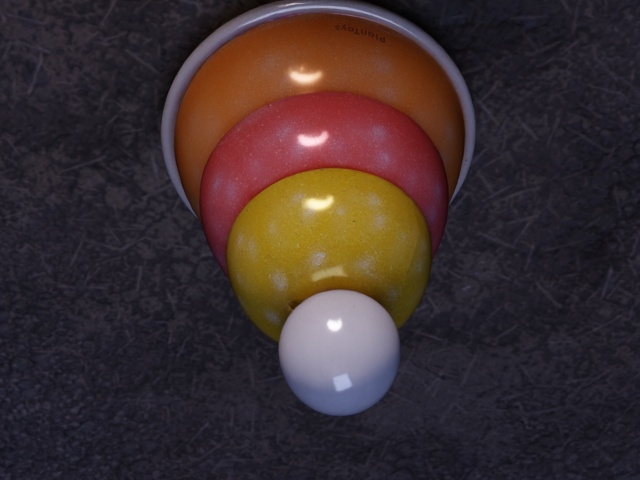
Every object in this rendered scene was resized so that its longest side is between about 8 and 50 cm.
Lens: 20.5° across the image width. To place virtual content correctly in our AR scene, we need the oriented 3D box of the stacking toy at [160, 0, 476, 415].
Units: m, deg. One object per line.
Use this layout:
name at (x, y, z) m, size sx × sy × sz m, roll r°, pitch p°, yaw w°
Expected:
stacking toy at (0.000, 0.000, 1.816) m, size 0.350 × 0.480 × 0.351 m, roll 0°, pitch 126°, yaw 0°
